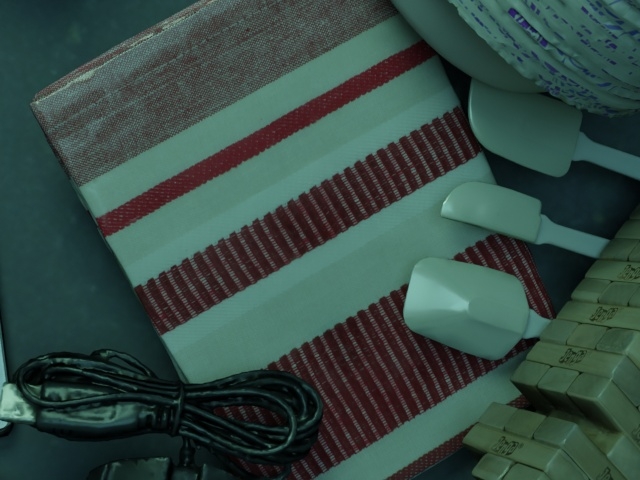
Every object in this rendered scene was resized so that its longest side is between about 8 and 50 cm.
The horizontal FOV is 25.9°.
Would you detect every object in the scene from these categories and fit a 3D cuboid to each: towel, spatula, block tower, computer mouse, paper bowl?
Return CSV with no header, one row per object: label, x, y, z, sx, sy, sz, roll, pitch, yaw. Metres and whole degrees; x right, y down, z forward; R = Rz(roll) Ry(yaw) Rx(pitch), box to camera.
towel,0.000,0.000,0.864,0.237,0.037,0.329,-30,105,-9
spatula,0.174,0.008,0.898,0.242,0.019,0.168,17,84,-26
block tower,0.223,0.042,0.862,0.097,0.091,0.335,47,73,-21
computer mouse,-0.104,0.207,0.819,0.188,0.072,0.272,7,100,-6
paper bowl,0.126,-0.202,0.824,0.148,0.284,0.284,-33,93,36

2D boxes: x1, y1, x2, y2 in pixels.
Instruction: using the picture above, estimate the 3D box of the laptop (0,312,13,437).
laptop,-0.389,-0.061,0.739,0.382,0.236,0.408,-8,88,-8
